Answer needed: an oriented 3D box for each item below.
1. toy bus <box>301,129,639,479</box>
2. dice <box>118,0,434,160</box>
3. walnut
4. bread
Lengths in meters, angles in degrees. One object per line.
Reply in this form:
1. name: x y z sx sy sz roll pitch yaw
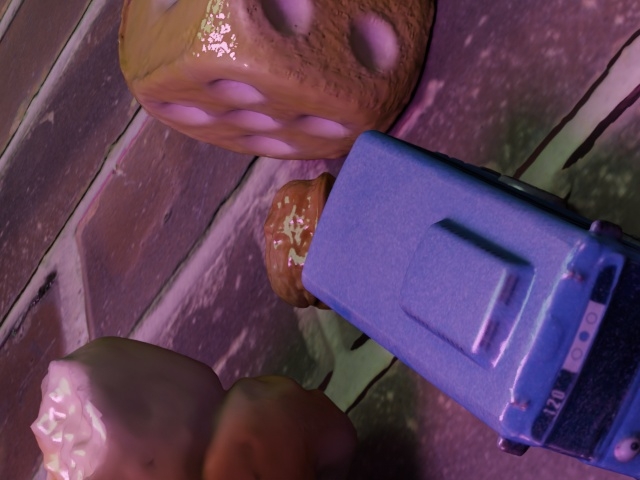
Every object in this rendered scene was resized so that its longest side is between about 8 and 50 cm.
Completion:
1. toy bus: 0.096 0.028 0.727 0.234 0.133 0.116 34 102 58
2. dice: -0.034 -0.162 0.996 0.169 0.169 0.166 -12 63 55
3. walnut: 0.000 0.000 0.948 0.082 0.079 0.096 55 -141 -80
4. bread: -0.076 0.257 0.749 0.329 0.245 0.424 82 -174 -57
